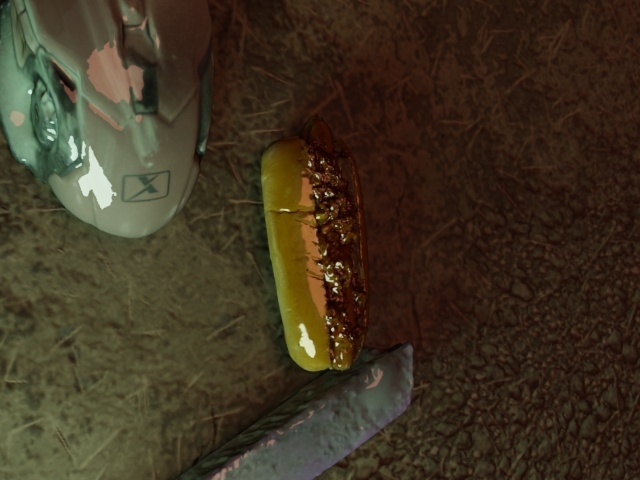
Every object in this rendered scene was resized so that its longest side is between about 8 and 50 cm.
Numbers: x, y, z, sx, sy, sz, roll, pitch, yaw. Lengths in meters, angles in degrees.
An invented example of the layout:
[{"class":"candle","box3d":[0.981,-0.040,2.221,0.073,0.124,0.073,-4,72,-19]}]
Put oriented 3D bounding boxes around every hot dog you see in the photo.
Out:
[{"class":"hot dog","box3d":[0.000,0.000,0.990,0.102,0.076,0.249,-3,83,-27]}]

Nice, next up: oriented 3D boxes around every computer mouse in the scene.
[{"class":"computer mouse","box3d":[-0.178,-0.196,0.895,0.200,0.115,0.389,-10,92,-32]}]

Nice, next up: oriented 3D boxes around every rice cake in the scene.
[{"class":"rice cake","box3d":[-0.067,0.215,0.949,0.399,0.064,0.070,-31,107,-27]}]
